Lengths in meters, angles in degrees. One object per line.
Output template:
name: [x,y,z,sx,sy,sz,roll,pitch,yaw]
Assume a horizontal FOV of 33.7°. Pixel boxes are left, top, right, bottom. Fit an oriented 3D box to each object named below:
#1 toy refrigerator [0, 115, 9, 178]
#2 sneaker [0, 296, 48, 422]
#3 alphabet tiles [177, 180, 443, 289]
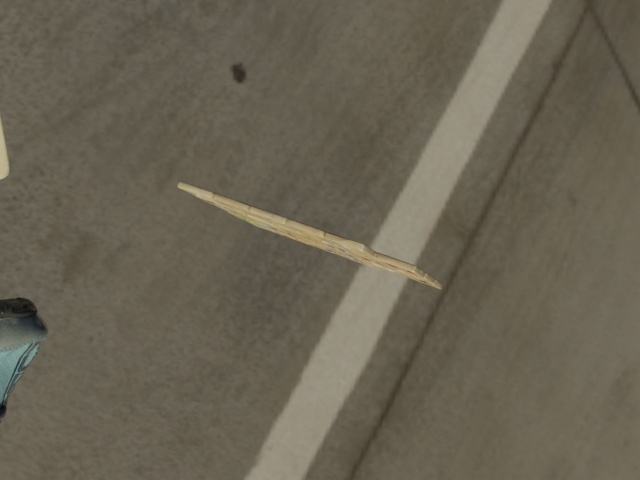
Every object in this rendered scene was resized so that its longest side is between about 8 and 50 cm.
toy refrigerator: [-0.245,-0.152,0.529,0.102,0.094,0.269,-27,125,-41]
sneaker: [-0.239,0.151,0.688,0.262,0.125,0.104,-52,158,21]
alphabet tiles: [0.000,0.000,1.046,0.009,0.237,0.198,-69,159,-3]
